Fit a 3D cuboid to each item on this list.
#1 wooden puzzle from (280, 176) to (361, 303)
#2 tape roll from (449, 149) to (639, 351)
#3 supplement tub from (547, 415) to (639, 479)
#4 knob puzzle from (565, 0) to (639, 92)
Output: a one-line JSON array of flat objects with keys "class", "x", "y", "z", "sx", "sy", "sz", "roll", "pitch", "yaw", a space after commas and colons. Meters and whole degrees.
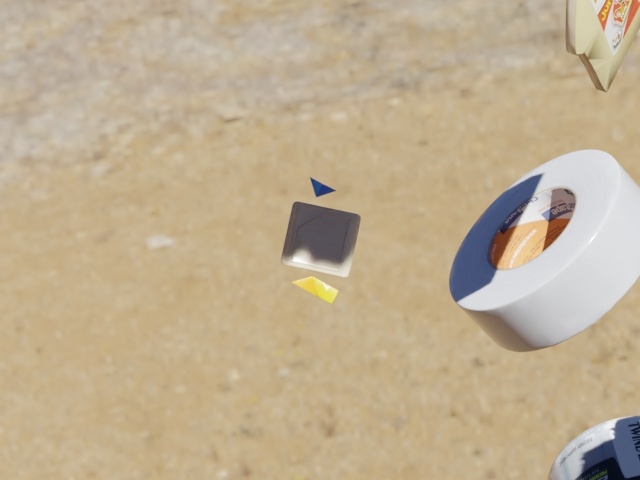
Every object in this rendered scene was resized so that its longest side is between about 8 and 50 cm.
[{"class": "wooden puzzle", "x": 0.000, "y": 0.000, "z": 1.690, "sx": 0.079, "sy": 0.116, "sz": 0.014, "roll": 19, "pitch": 0, "yaw": -3}, {"class": "tape roll", "x": 0.238, "y": 0.010, "z": 1.686, "sx": 0.219, "sy": 0.072, "sz": 0.219, "roll": -37, "pitch": 23, "yaw": 18}, {"class": "supplement tub", "x": 0.384, "y": 0.380, "z": 1.863, "sx": 0.207, "sy": 0.207, "sz": 0.338, "roll": -10, "pitch": 36, "yaw": 2}, {"class": "knob puzzle", "x": 0.231, "y": -0.234, "z": 1.297, "sx": 0.030, "sy": 0.213, "sz": 0.213, "roll": 23, "pitch": 36, "yaw": 28}]
